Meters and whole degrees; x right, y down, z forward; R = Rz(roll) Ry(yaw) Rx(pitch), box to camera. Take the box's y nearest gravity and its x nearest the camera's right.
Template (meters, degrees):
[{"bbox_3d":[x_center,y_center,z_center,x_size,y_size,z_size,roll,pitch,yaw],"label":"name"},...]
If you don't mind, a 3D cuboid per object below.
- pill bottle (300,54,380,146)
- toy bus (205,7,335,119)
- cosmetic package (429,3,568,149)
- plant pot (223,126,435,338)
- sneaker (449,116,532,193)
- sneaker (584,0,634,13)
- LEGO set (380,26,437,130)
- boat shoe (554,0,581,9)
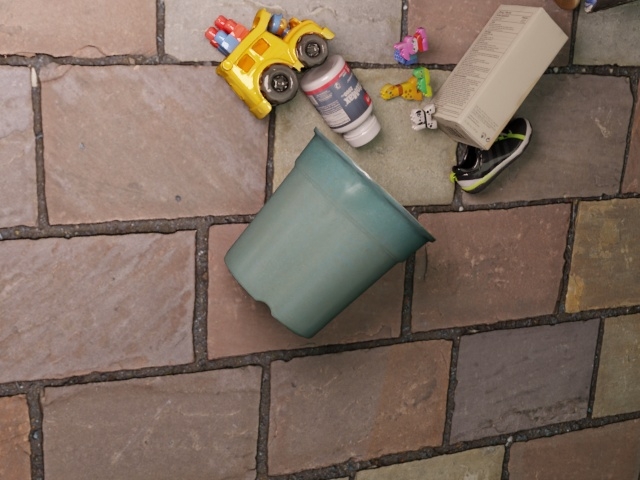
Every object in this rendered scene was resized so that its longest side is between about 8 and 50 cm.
[{"bbox_3d":[0.048,-0.291,1.816,0.108,0.108,0.180,-42,118,-7],"label":"pill bottle"},{"bbox_3d":[-0.112,-0.384,1.710,0.211,0.149,0.220,43,84,-12],"label":"toy bus"},{"bbox_3d":[0.387,-0.367,1.916,0.113,0.160,0.309,37,90,-29],"label":"cosmetic package"},{"bbox_3d":[0.000,0.000,1.779,0.334,0.341,0.341,-46,118,4],"label":"plant pot"},{"bbox_3d":[0.398,-0.212,2.009,0.234,0.084,0.097,-48,117,-4],"label":"sneaker"},{"bbox_3d":[0.644,-0.616,1.905,0.147,0.130,0.330,62,37,-28],"label":"sneaker"},{"bbox_3d":[0.182,-0.347,1.874,0.093,0.087,0.227,-20,119,-14],"label":"LEGO set"},{"bbox_3d":[0.548,-0.688,1.908,0.110,0.122,0.341,-24,113,-15],"label":"boat shoe"}]
